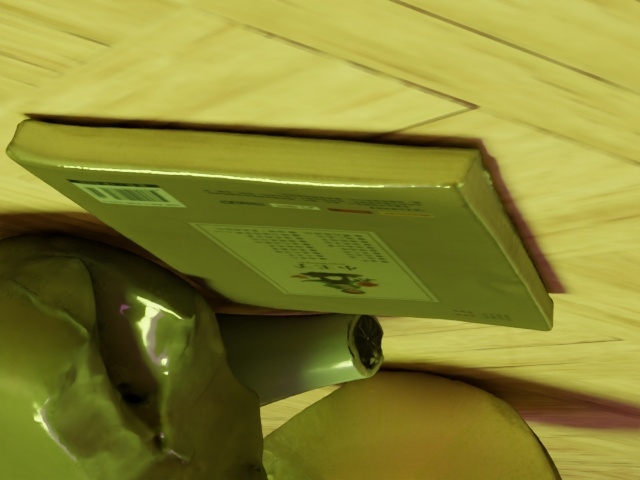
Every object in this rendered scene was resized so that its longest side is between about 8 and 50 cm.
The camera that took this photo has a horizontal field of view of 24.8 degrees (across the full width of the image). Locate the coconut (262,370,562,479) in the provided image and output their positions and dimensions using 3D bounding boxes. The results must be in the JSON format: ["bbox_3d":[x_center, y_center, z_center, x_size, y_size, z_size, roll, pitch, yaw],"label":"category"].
[{"bbox_3d":[0.050,0.188,0.849,0.197,0.237,0.237,1,167,10],"label":"coconut"}]

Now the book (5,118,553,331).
[{"bbox_3d":[0.000,0.000,0.490,0.138,0.016,0.199,4,167,17],"label":"book"}]

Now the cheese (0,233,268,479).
[{"bbox_3d":[-0.102,0.076,0.613,0.175,0.091,0.202,18,142,16],"label":"cheese"}]

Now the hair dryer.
[{"bbox_3d":[-0.006,0.065,0.736,0.199,0.067,0.167,5,168,-44],"label":"hair dryer"}]
